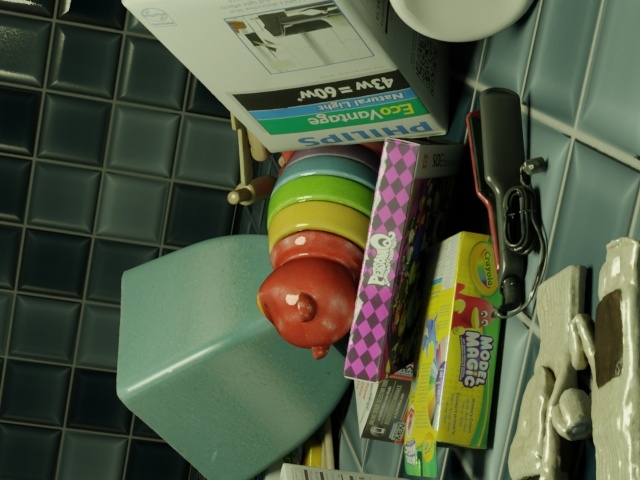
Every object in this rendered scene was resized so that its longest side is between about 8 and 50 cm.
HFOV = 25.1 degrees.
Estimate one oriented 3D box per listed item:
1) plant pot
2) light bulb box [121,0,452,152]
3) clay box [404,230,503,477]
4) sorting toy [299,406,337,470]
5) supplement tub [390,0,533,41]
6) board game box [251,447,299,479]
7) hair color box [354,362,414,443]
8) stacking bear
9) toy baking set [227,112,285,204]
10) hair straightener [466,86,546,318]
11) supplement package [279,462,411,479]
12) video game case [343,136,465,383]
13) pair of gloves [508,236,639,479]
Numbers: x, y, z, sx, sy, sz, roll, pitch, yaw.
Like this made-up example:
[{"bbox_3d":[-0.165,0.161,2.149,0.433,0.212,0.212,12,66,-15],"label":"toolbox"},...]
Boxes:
[{"bbox_3d":[-0.095,0.135,1.918,0.252,0.247,0.248,-29,37,18],"label":"plant pot"},{"bbox_3d":[-0.012,-0.331,1.547,0.361,0.225,0.358,44,-134,-58],"label":"light bulb box"},{"bbox_3d":[0.124,0.111,1.338,0.127,0.053,0.222,144,133,-78],"label":"clay box"},{"bbox_3d":[-0.014,0.351,1.960,0.193,0.038,0.208,110,165,-50],"label":"sorting toy"},{"bbox_3d":[0.132,-0.304,1.385,0.144,0.144,0.200,109,165,-47],"label":"supplement tub"},{"bbox_3d":[-0.065,0.420,1.969,0.193,0.053,0.305,108,161,-46],"label":"board game box"},{"bbox_3d":[0.073,0.136,1.612,0.167,0.053,0.093,-93,16,-56],"label":"hair color box"},{"bbox_3d":[0.000,0.000,1.734,0.175,0.164,0.289,80,-164,-51],"label":"stacking bear"},{"bbox_3d":[-0.075,-0.138,1.825,0.256,0.030,0.197,-31,-47,-64],"label":"toy baking set"},{"bbox_3d":[0.163,-0.039,1.264,0.089,0.047,0.231,114,161,-58],"label":"hair straightener"},{"bbox_3d":[0.014,0.396,1.457,0.204,0.145,0.262,-105,24,-67],"label":"supplement package"},{"bbox_3d":[0.087,0.013,1.433,0.210,0.041,0.232,-10,-69,-72],"label":"video game case"},{"bbox_3d":[0.185,0.109,1.033,0.240,0.042,0.204,139,138,-76],"label":"pair of gloves"}]
